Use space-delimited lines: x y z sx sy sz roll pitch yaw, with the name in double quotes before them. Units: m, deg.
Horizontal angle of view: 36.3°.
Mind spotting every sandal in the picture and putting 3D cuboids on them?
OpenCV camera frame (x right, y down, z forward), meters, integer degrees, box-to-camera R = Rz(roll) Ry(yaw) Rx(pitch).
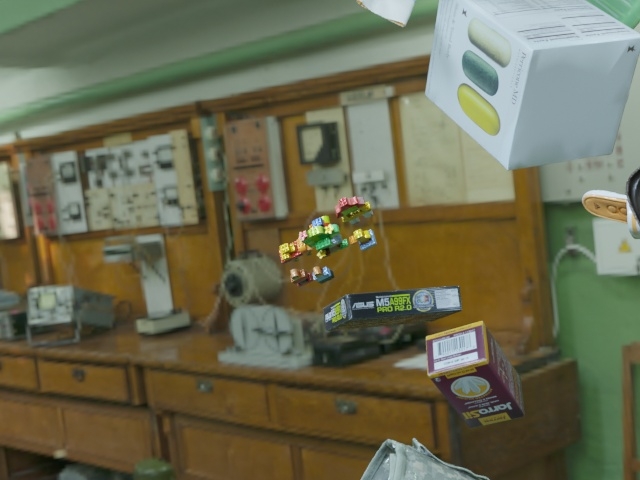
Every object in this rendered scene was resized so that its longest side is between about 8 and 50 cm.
"sandal" 0.681 -0.045 2.133 0.265 0.102 0.076 11 53 46

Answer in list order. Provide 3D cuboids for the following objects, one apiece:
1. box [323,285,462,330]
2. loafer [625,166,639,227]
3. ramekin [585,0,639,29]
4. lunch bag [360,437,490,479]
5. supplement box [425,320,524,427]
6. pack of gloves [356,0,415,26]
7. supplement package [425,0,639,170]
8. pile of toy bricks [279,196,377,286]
"box" 0.162 0.158 2.248 0.270 0.060 0.216 -4 -10 -14
"loafer" 0.585 -0.008 1.527 0.134 0.366 0.130 -38 -46 18
"ramekin" 0.569 -0.524 2.011 0.148 0.303 0.303 33 -2 -10
"lunch bag" 0.124 0.394 1.107 0.235 0.287 0.169 28 -7 -14
"supplement box" 0.260 0.227 1.630 0.104 0.188 0.081 -18 45 22
"pack of gloves" 0.082 -0.440 1.539 0.195 0.046 0.232 27 39 2
"supplement package" 0.319 -0.267 1.515 0.198 0.199 0.263 -10 37 -21
"pile of toy bricks" 0.000 0.000 1.853 0.212 0.118 0.105 -27 -32 21
